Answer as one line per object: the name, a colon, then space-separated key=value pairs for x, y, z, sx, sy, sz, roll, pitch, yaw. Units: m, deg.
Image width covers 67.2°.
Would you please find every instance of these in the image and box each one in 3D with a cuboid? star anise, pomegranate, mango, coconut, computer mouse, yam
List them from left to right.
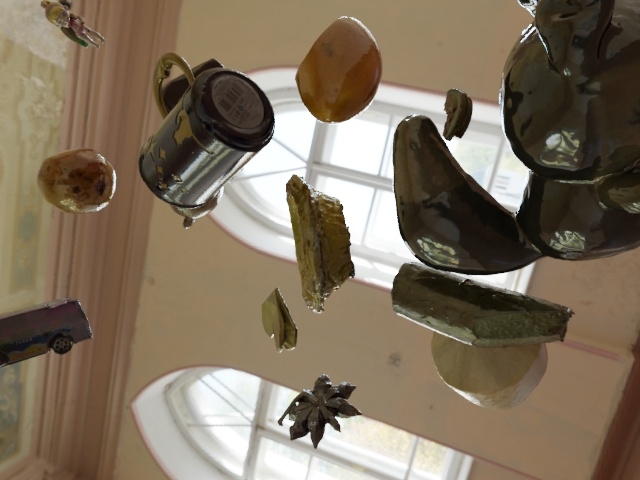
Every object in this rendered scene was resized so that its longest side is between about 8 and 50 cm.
pomegranate: x=-0.749 y=-0.186 z=1.476 sx=0.215 sy=0.215 sz=0.216 roll=16 pitch=-90 yaw=-75
computer mouse: x=-0.278 y=-0.324 z=1.089 sx=0.217 sy=0.073 sz=0.122 roll=-44 pitch=-70 yaw=-35
star anise: x=-0.015 y=0.461 z=1.320 sx=0.081 sy=0.262 sz=0.230 roll=59 pitch=-153 yaw=-33
mango: x=0.037 y=-0.312 z=0.902 sx=0.126 sy=0.153 sz=0.252 roll=121 pitch=166 yaw=-54
yam: x=0.245 y=0.112 z=0.754 sx=0.106 sy=0.259 sz=0.106 roll=-42 pitch=-39 yaw=-46
coconut: x=0.440 y=0.283 z=1.274 sx=0.329 sy=0.328 sz=0.329 roll=16 pitch=-90 yaw=-75

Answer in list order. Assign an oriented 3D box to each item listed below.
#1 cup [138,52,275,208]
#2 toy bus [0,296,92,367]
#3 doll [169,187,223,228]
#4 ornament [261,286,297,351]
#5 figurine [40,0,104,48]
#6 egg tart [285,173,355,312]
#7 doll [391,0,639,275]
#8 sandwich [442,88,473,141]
cup: x=-0.242 y=-0.216 z=0.897 sx=0.256 sy=0.255 sz=0.178 roll=-30 pitch=24 yaw=47
toy bus: x=-0.739 y=0.234 z=1.180 sx=0.316 sy=0.112 sz=0.138 roll=-16 pitch=-77 yaw=-48
doll: x=-0.348 y=-0.196 z=1.478 sx=0.330 sy=0.174 sz=0.235 roll=-66 pitch=-6 yaw=-45
ornament: x=-0.132 y=0.224 z=1.450 sx=0.201 sy=0.059 sz=0.180 roll=-148 pitch=54 yaw=-61
figurine: x=-0.760 y=-0.660 z=1.477 sx=0.187 sy=0.083 sz=0.083 roll=26 pitch=-101 yaw=-47
egg tart: x=0.000 y=0.000 z=1.042 sx=0.315 sy=0.120 sz=0.315 roll=170 pitch=90 yaw=-83
doll: x=0.251 y=-0.115 z=0.582 sx=0.252 sy=0.378 sz=0.383 roll=-79 pitch=-35 yaw=-66
sandwich: x=0.272 y=-0.262 z=0.968 sx=0.067 sy=0.029 sz=0.135 roll=-40 pitch=38 yaw=46
